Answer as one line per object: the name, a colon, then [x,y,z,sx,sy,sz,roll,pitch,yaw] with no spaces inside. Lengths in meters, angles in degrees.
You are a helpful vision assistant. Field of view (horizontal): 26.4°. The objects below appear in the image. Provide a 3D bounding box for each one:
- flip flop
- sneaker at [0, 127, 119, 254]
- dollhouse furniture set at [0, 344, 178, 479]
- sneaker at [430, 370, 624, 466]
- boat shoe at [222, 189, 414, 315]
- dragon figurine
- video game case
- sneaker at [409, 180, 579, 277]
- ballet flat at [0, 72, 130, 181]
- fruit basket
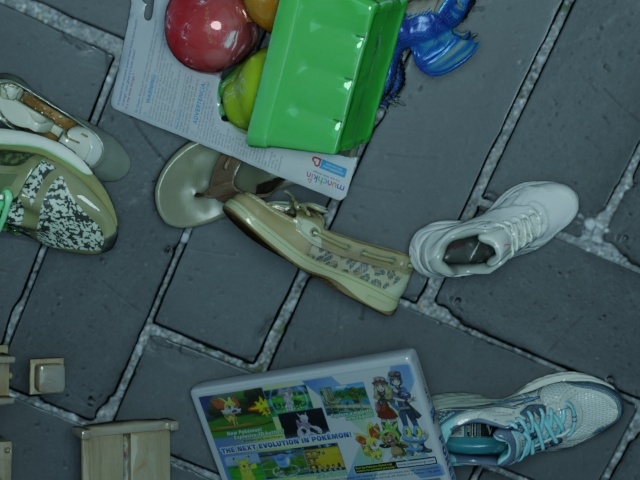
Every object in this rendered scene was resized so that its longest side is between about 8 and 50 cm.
flip flop: [-0.084,-0.091,1.749,0.277,0.080,0.112,-16,104,4]
sneaker: [-0.454,-0.056,1.690,0.410,0.182,0.158,23,134,-1]
dollhouse furniture set: [-0.319,0.286,1.870,0.355,0.173,0.303,0,92,-29]
sneaker: [0.268,0.256,1.814,0.282,0.122,0.110,-11,105,3]
boat shoe: [0.000,0.000,1.745,0.285,0.104,0.089,31,90,-33]
dragon figurine: [0.148,-0.259,1.701,0.289,0.085,0.144,-23,105,11]
video game case: [0.016,0.305,1.816,0.329,0.036,0.300,-11,105,26]
sneaker: [0.234,-0.003,1.744,0.232,0.115,0.090,-25,104,-4]
ballet flat: [-0.342,-0.137,1.746,0.213,0.068,0.072,34,101,-8]
fruit basket: [-0.078,-0.257,1.661,0.353,0.165,0.327,25,112,27]
